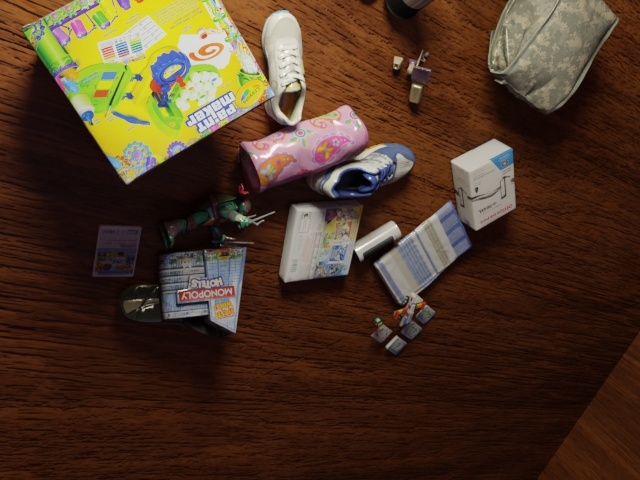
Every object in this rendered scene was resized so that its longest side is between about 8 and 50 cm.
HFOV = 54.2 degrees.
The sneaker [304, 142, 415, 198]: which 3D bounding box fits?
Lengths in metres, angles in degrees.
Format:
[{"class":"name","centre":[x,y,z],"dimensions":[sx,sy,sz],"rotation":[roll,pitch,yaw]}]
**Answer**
[{"class":"sneaker","centre":[0.116,-0.150,1.485],"dimensions":[0.297,0.131,0.111],"rotation":[-16,123,-24]}]

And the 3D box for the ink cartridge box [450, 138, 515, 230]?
[{"class":"ink cartridge box","centre":[0.450,-0.151,1.712],"dimensions":[0.148,0.086,0.203],"rotation":[-29,128,-13]}]

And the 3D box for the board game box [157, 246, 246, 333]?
[{"class":"board game box","centre":[-0.256,0.119,1.404],"dimensions":[0.194,0.060,0.194],"rotation":[-4,83,-27]}]

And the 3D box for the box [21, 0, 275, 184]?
[{"class":"box","centre":[-0.282,-0.288,1.066],"dimensions":[0.290,0.177,0.279],"rotation":[-33,104,-9]}]

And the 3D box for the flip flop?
[{"class":"flip flop","centre":[-0.326,0.160,1.444],"dimensions":[0.277,0.080,0.112],"rotation":[10,77,-25]}]

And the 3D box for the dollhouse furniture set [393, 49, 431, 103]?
[{"class":"dollhouse furniture set","centre":[0.216,-0.391,1.475],"dimensions":[0.114,0.091,0.081],"rotation":[93,16,-55]}]

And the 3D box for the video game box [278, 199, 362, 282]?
[{"class":"video game box","centre":[0.000,0.000,1.562],"dimensions":[0.187,0.048,0.205],"rotation":[-3,120,-27]}]

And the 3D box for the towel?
[{"class":"towel","centre":[0.291,0.040,1.770],"dimensions":[0.285,0.034,0.209],"rotation":[-40,131,-4]}]

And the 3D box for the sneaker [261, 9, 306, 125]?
[{"class":"sneaker","centre":[-0.067,-0.349,1.277],"dimensions":[0.088,0.092,0.228],"rotation":[-14,123,-22]}]

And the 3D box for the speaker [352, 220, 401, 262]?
[{"class":"speaker","centre":[0.144,0.002,1.645],"dimensions":[0.136,0.055,0.055],"rotation":[-30,129,-13]}]

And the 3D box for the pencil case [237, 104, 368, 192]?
[{"class":"pencil case","centre":[-0.037,-0.204,1.371],"dimensions":[0.284,0.124,0.124],"rotation":[-24,128,-17]}]

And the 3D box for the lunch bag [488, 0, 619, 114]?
[{"class":"lunch bag","centre":[0.541,-0.476,1.514],"dimensions":[0.235,0.169,0.286],"rotation":[22,101,-38]}]

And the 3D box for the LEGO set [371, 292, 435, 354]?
[{"class":"LEGO set","centre":[0.247,0.249,1.835],"dimensions":[0.182,0.060,0.244],"rotation":[-46,141,3]}]

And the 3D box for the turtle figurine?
[{"class":"turtle figurine","centre":[-0.227,-0.042,1.361],"dimensions":[0.234,0.118,0.175],"rotation":[-16,166,-20]}]

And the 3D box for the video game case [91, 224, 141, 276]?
[{"class":"video game case","centre":[-0.436,0.023,1.338],"dimensions":[0.087,0.011,0.122],"rotation":[2,117,-32]}]

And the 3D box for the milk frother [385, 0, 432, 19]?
[{"class":"milk frother","centre":[0.167,-0.529,1.276],"dimensions":[0.143,0.135,0.129],"rotation":[-24,97,-20]}]
